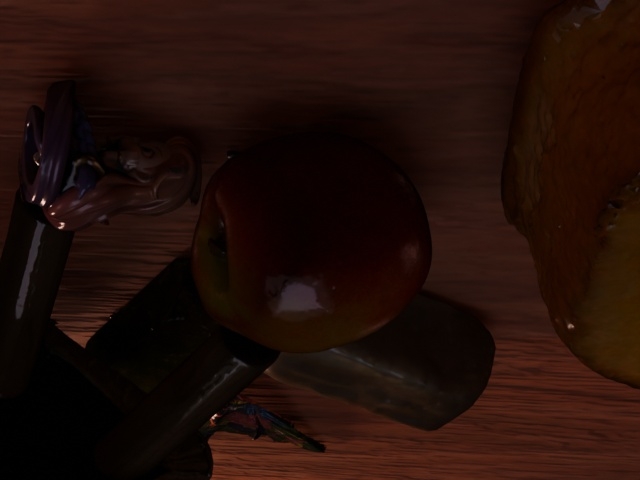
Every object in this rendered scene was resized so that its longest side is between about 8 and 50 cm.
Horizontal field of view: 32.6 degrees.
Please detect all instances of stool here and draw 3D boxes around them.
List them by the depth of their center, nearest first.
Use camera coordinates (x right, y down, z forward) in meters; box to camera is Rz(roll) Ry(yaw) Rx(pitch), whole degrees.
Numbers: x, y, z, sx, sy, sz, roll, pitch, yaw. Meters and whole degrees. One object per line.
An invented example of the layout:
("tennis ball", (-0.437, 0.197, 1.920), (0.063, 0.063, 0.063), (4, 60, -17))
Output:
("stool", (-0.233, 0.152, 0.911), (0.310, 0.310, 0.226), (34, 131, 1))

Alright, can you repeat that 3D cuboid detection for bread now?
("bread", (0.317, -0.042, 0.764), (0.398, 0.215, 0.398), (1, 144, 0))

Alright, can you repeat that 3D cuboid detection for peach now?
("peach", (0.000, 0.000, 0.892), (0.197, 0.197, 0.197), (4, 141, 3))

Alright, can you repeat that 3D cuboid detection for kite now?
("kite", (-0.128, 0.205, 1.233), (0.321, 0.016, 0.234), (8, 156, -14))

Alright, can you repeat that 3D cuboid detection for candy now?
("candy", (0.051, 0.104, 1.065), (0.234, 0.102, 0.104), (22, 139, -14))

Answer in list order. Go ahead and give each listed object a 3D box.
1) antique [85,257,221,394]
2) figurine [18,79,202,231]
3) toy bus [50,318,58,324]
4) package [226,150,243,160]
("antique", (-0.162, 0.102, 1.107), (0.080, 0.081, 0.221), (28, 137, -25))
("figurine", (-0.177, -0.055, 0.897), (0.157, 0.114, 0.126), (26, -178, -33))
("toy bus", (-0.435, 0.101, 1.129), (0.302, 0.113, 0.139), (12, 141, -3))
("package", (-0.073, -0.040, 0.973), (0.037, 0.015, 0.110), (12, 139, -6))
